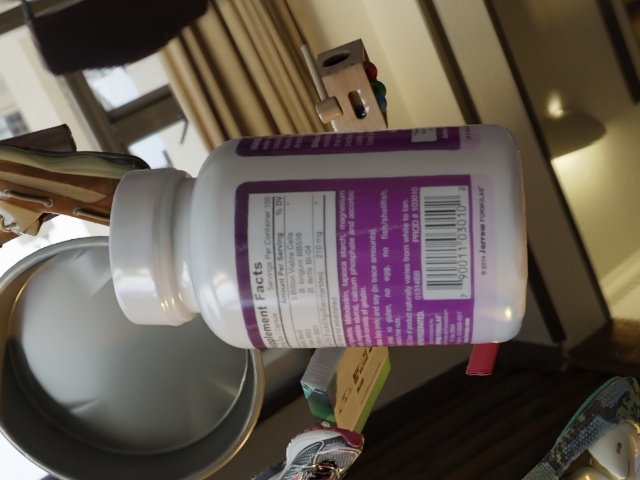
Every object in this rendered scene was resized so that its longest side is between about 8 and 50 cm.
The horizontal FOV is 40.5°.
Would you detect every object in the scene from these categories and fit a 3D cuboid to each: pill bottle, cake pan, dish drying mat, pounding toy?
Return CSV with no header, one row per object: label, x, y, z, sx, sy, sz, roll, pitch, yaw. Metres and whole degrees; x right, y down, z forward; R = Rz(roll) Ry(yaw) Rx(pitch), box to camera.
pill bottle,0.000,0.000,0.679,0.302,0.169,0.169,-2,-163,7
cake pan,-0.200,0.124,0.881,0.293,0.293,0.054,-22,-161,11
dish drying mat,0.177,0.104,0.914,0.032,0.008,0.083,-15,-137,48
pounding toy,0.046,-0.248,1.389,0.094,0.181,0.206,-18,-151,13

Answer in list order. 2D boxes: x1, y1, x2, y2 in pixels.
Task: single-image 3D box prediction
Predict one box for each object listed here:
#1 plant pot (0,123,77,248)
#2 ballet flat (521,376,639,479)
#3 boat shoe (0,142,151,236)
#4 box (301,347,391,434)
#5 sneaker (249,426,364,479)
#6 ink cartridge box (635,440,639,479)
plant pot,-0.440,-0.094,1.318,0.165,0.166,0.167,-22,-167,-10
ballet flat,0.187,0.178,0.628,0.188,0.070,0.070,-43,-162,-14
boat shoe,-0.391,-0.065,1.152,0.324,0.119,0.122,4,-178,-8
box,0.057,0.258,1.672,0.059,0.322,0.232,16,-123,22
sneaker,-0.022,0.432,1.529,0.299,0.121,0.112,-50,-147,30
ink cartridge box,0.468,0.338,1.184,0.097,0.255,0.189,-62,173,-8
